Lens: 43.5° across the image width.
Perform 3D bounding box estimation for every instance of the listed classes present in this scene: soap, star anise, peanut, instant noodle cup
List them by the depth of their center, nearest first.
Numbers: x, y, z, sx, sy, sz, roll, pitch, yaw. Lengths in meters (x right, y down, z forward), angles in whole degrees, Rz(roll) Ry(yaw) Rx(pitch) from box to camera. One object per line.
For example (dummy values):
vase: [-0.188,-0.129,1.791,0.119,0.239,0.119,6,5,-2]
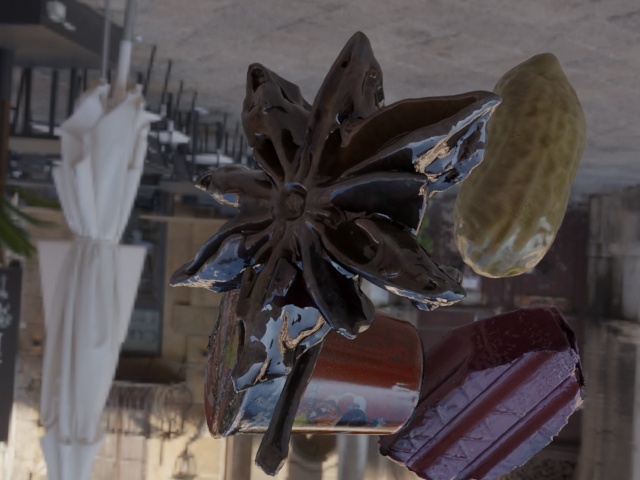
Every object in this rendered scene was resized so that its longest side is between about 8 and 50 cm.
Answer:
star anise: [0.000,0.001,0.450,0.089,0.231,0.209,14,-160,-45]
instant noodle cup: [-0.004,0.090,0.581,0.135,0.127,0.127,13,177,-20]
peanut: [0.264,-0.103,1.053,0.140,0.325,0.153,18,158,3]
soap: [0.225,0.204,1.069,0.182,0.289,0.112,32,-157,-25]
